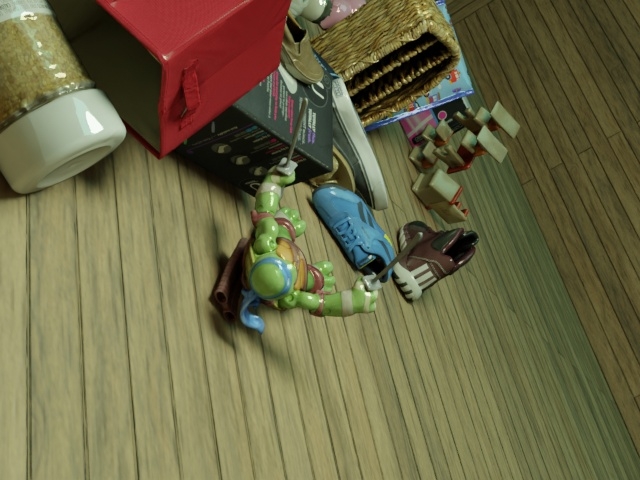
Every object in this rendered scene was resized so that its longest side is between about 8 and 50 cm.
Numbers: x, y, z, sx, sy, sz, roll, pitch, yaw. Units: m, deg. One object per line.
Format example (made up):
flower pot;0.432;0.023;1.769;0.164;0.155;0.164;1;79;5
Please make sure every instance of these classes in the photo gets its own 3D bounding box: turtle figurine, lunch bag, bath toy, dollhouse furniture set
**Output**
turtle figurine;0.000;0.000;1.149;0.198;0.274;0.266;26;0;-2
lunch bag;0.160;-0.378;2.013;0.138;0.293;0.221;-7;-76;68
bath toy;0.072;-0.530;2.172;0.151;0.129;0.348;20;44;-63
dollhouse furniture set;0.335;-0.183;2.181;0.135;0.262;0.259;40;66;-22

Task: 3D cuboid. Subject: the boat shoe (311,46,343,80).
boat shoe;-0.057;-0.321;1.657;0.258;0.109;0.089;45;14;4

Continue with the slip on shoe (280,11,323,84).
slip on shoe;-0.032;-0.256;1.177;0.135;0.041;0.051;46;39;-35

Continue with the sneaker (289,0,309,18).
sneaker;-0.083;-0.520;1.805;0.099;0.121;0.262;35;32;-51

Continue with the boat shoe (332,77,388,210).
boat shoe;0.042;-0.157;1.655;0.301;0.102;0.108;62;9;-46

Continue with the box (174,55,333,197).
box;-0.115;-0.192;1.195;0.270;0.143;0.165;30;52;-47

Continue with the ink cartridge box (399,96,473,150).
ink cartridge box;0.255;-0.432;2.399;0.069;0.176;0.371;16;48;-61

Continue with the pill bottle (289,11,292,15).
pill bottle;-0.131;-0.385;1.419;0.208;0.119;0.119;60;20;3

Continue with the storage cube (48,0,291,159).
storage cube;-0.161;-0.242;0.947;0.215;0.193;0.183;43;-25;11

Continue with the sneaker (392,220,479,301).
sneaker;0.239;0.014;1.789;0.106;0.162;0.281;54;22;-16

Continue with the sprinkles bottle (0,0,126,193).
sprinkles bottle;-0.321;-0.223;0.852;0.355;0.121;0.121;60;20;-1

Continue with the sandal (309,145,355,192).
sandal;-0.017;-0.143;1.541;0.079;0.088;0.240;-50;137;-29

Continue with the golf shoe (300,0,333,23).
golf shoe;-0.082;-0.579;1.955;0.273;0.105;0.120;56;36;6

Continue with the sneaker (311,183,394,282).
sneaker;0.060;-0.009;1.538;0.209;0.069;0.082;48;28;-31

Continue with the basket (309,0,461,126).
basket;0.129;-0.332;1.801;0.213;0.299;0.223;48;22;-34
